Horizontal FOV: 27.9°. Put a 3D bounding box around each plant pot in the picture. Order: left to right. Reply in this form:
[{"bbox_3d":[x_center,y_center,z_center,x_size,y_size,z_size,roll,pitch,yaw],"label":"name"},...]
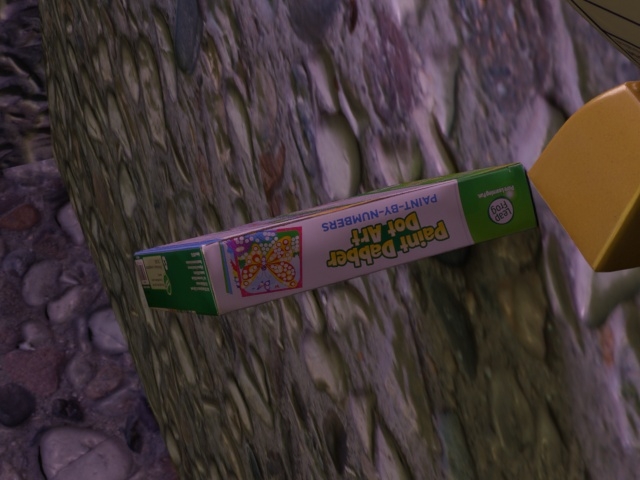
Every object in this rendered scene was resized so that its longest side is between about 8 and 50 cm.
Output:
[{"bbox_3d":[0.178,-0.043,0.707,0.081,0.082,0.083,62,146,36],"label":"plant pot"}]

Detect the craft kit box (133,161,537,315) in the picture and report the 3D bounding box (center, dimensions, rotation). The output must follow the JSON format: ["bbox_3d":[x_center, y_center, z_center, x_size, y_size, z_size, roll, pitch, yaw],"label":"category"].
[{"bbox_3d":[0.000,0.000,0.996,0.250,0.247,0.061,175,77,-72],"label":"craft kit box"}]

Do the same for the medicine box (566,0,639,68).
[{"bbox_3d":[0.146,-0.136,0.379,0.289,0.149,0.263,33,-172,-35],"label":"medicine box"}]
